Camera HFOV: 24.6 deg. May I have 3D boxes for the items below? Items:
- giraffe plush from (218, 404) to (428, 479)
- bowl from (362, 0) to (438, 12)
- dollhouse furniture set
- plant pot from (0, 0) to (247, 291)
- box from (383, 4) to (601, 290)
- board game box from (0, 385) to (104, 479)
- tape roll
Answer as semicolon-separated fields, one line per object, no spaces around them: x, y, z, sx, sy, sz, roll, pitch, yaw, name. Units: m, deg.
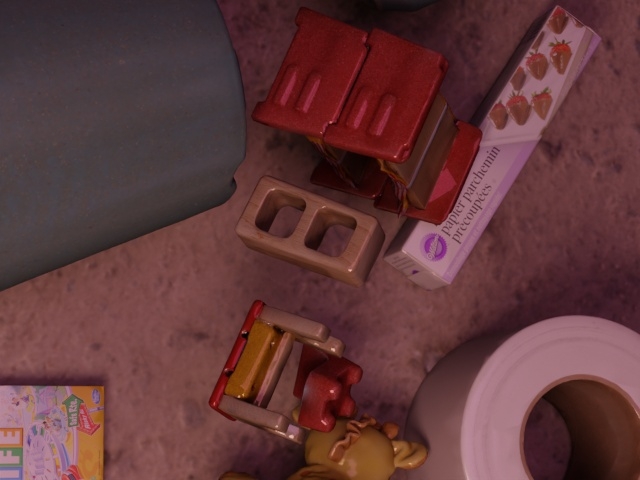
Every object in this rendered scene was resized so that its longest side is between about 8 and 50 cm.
0.002;0.236;1.374;0.181;0.210;0.170;39;44;-3;giraffe plush
0.056;-0.341;1.426;0.163;0.311;0.311;-44;94;1;bowl
0.000;0.000;1.360;0.152;0.201;0.374;20;78;21;dollhouse furniture set
-0.266;-0.110;1.276;0.334;0.341;0.341;-18;86;-26;plant pot
0.179;-0.097;1.518;0.063;0.067;0.324;35;73;-7;box
-0.254;0.212;1.364;0.103;0.026;0.154;1;81;-15;board game box
0.221;0.201;1.425;0.246;0.169;0.246;3;79;-16;tape roll
